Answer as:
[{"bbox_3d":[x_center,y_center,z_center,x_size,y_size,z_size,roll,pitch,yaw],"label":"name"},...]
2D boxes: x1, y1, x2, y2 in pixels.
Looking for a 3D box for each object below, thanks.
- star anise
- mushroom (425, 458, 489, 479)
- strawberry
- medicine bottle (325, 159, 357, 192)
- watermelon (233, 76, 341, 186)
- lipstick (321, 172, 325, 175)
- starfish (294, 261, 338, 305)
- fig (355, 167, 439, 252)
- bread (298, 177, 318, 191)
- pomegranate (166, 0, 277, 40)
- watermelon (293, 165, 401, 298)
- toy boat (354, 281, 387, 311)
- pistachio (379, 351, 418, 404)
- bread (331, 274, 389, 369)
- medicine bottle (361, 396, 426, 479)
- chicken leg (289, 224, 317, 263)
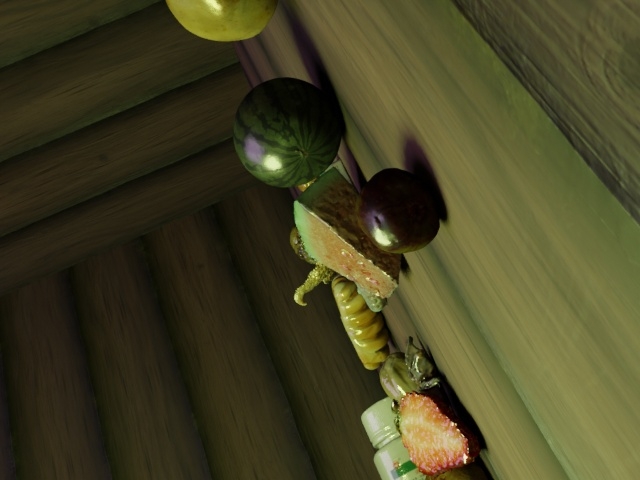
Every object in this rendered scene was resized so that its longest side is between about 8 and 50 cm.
[{"bbox_3d":[0.228,0.309,1.471,0.172,0.063,0.208,-117,5,-45],"label":"star anise"},{"bbox_3d":[0.307,0.568,1.403,0.253,0.153,0.253,166,90,-87],"label":"mushroom"},{"bbox_3d":[0.253,0.397,1.353,0.236,0.107,0.175,37,126,52],"label":"strawberry"},{"bbox_3d":[0.064,-0.066,1.522,0.201,0.052,0.171,75,170,-65],"label":"medicine bottle"},{"bbox_3d":[-0.064,-0.205,1.252,0.212,0.212,0.212,156,90,-87],"label":"watermelon"},{"bbox_3d":[-0.008,-0.210,1.666,0.158,0.048,0.048,78,167,-75],"label":"lipstick"},{"bbox_3d":[0.030,0.026,1.753,0.060,0.299,0.302,26,138,22],"label":"starfish"},{"bbox_3d":[0.093,-0.038,0.863,0.155,0.103,0.109,180,88,-77],"label":"fig"},{"bbox_3d":[-0.065,-0.249,2.038,0.116,0.077,0.200,-125,13,-80],"label":"bread"},{"bbox_3d":[-0.177,-0.474,1.170,0.233,0.233,0.233,156,90,-87],"label":"pomegranate"},{"bbox_3d":[0.077,0.007,1.295,0.257,0.140,0.193,42,167,24],"label":"watermelon"},{"bbox_3d":[0.105,0.099,1.752,0.227,0.085,0.155,70,176,-50],"label":"toy boat"},{"bbox_3d":[0.221,0.363,1.649,0.185,0.108,0.126,56,-164,27],"label":"pistachio"},{"bbox_3d":[0.131,0.245,2.028,0.173,0.121,0.311,-114,1,-72],"label":"bread"},{"bbox_3d":[0.253,0.578,1.714,0.208,0.208,0.339,73,173,-62],"label":"medicine bottle"},{"bbox_3d":[0.000,0.000,2.260,0.429,0.201,0.152,-29,-56,-88],"label":"chicken leg"}]
